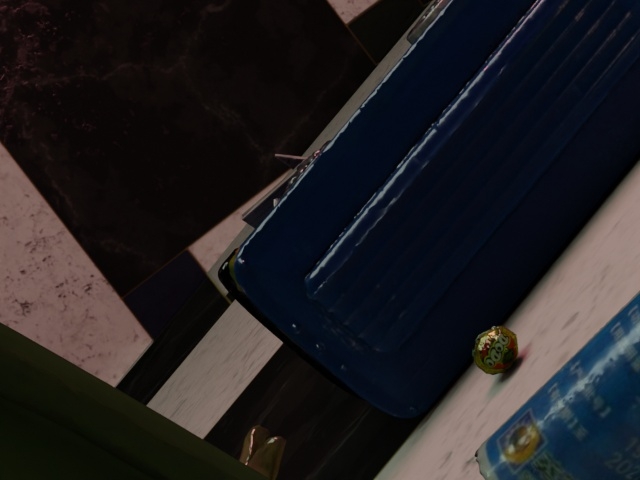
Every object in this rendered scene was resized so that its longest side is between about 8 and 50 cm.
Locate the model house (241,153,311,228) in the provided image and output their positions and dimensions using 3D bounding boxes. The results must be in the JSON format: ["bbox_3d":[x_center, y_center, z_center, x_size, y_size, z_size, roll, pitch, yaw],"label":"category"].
[{"bbox_3d":[0.000,0.000,1.134,0.117,0.088,0.167,-36,48,48],"label":"model house"}]

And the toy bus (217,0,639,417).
[{"bbox_3d":[0.078,-0.045,0.973,0.288,0.138,0.175,-50,5,-6],"label":"toy bus"}]

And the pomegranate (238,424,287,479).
[{"bbox_3d":[-0.097,0.179,0.806,0.224,0.181,0.181,-31,1,-17],"label":"pomegranate"}]

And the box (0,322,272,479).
[{"bbox_3d":[-0.119,0.193,0.509,0.329,0.253,0.178,-45,17,43],"label":"box"}]

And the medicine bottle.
[{"bbox_3d":[0.133,0.029,0.559,0.191,0.051,0.051,-47,7,21],"label":"medicine bottle"}]

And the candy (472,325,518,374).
[{"bbox_3d":[0.088,0.057,0.856,0.023,0.025,0.083,-7,-3,-1],"label":"candy"}]
